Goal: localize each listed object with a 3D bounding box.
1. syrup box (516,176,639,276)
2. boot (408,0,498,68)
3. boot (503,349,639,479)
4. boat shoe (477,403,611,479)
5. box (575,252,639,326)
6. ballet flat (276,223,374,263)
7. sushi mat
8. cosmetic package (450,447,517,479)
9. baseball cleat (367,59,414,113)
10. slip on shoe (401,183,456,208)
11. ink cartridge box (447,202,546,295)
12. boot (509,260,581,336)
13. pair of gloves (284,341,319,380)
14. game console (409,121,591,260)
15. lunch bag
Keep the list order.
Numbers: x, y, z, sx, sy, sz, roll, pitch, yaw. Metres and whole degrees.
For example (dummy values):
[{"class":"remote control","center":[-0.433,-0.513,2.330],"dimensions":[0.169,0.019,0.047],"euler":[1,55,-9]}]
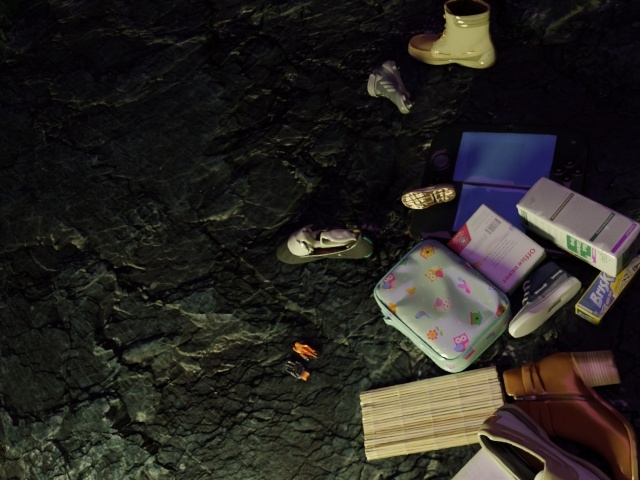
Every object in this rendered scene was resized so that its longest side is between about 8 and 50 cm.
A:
[{"class":"syrup box","center":[0.550,-0.032,1.286],"dimensions":[0.096,0.093,0.237],"euler":[-48,54,-6]},{"class":"boot","center":[0.350,-0.578,1.658],"dimensions":[0.262,0.203,0.095],"euler":[20,72,29]},{"class":"boot","center":[0.483,0.359,1.165],"dimensions":[0.220,0.109,0.283],"euler":[-17,69,23]},{"class":"boat shoe","center":[0.424,0.439,1.114],"dimensions":[0.103,0.113,0.302],"euler":[-18,43,-40]},{"class":"box","center":[0.613,0.097,1.275],"dimensions":[0.059,0.054,0.169],"euler":[35,81,34]},{"class":"ballet flat","center":[0.000,0.000,1.564],"dimensions":[0.281,0.096,0.095],"euler":[-6,62,21]},{"class":"sushi mat","center":[0.243,0.374,1.306],"dimensions":[0.317,0.019,0.151],"euler":[-15,58,15]},{"class":"cosmetic package","center":[0.370,0.521,1.147],"dimensions":[0.099,0.060,0.239],"euler":[-43,55,-5]},{"class":"baseball cleat","center":[0.198,-0.425,1.736],"dimensions":[0.110,0.072,0.205],"euler":[-28,50,24]},{"class":"slip on shoe","center":[0.270,-0.114,1.491],"dimensions":[0.136,0.051,0.041],"euler":[-13,25,28]},{"class":"ink cartridge box","center":[0.398,0.022,1.362],"dimensions":[0.127,0.072,0.175],"euler":[-49,63,6]},{"class":"boot","center":[0.469,0.128,1.320],"dimensions":[0.190,0.069,0.086],"euler":[-35,48,-7]},{"class":"pair of gloves","center":[-0.045,0.295,1.476],"dimensions":[0.074,0.010,0.083],"euler":[20,75,29]},{"class":"game console","center":[0.436,-0.133,1.473],"dimensions":[0.387,0.060,0.341],"euler":[8,67,27]},{"class":"lunch bag","center":[0.268,0.146,1.365],"dimensions":[0.224,0.108,0.279],"euler":[-46,56,-3]}]
